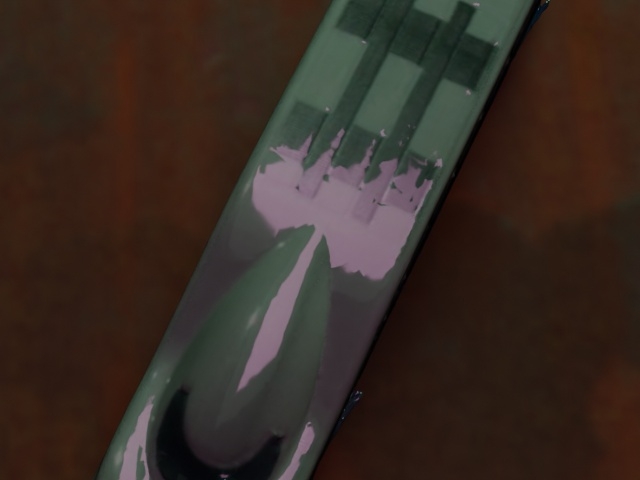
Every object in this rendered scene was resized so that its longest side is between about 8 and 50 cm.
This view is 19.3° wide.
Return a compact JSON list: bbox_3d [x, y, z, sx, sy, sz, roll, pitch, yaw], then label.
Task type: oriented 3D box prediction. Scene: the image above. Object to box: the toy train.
[{"bbox_3d":[0.000,0.000,0.467,0.052,0.051,0.234,25,68,4],"label":"toy train"}]
